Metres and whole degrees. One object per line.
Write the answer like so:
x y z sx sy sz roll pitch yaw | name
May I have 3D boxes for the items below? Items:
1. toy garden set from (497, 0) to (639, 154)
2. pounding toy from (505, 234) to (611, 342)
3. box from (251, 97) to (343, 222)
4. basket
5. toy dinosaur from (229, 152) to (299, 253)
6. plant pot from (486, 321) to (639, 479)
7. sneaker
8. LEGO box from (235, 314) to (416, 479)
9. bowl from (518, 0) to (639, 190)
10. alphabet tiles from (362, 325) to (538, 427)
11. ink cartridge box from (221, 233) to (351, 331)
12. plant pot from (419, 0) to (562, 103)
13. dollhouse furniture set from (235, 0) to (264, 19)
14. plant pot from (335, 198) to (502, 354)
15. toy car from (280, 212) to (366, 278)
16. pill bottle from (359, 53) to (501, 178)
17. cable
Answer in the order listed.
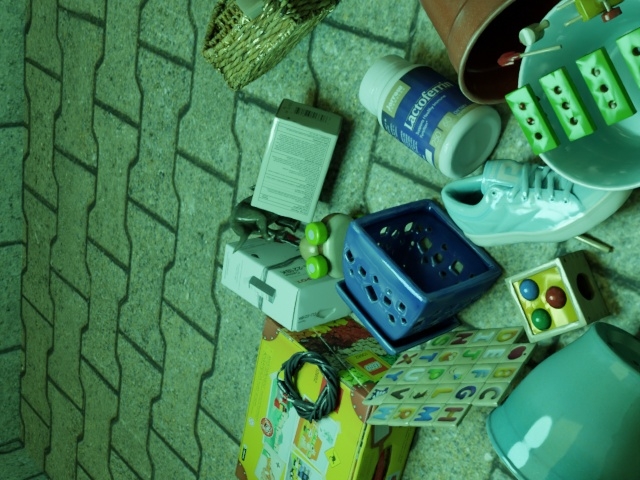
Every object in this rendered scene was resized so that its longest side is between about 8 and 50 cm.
0.379 -0.262 1.209 0.244 0.049 0.204 -22 99 51 | toy garden set
0.426 0.057 1.467 0.181 0.094 0.206 -30 78 47 | pounding toy
-0.053 -0.182 1.867 0.148 0.127 0.232 17 120 -2 | box
-0.157 -0.507 1.836 0.223 0.213 0.299 53 137 -5 | basket
-0.148 -0.061 1.991 0.160 0.314 0.121 22 146 18 | toy dinosaur
0.462 0.288 1.374 0.271 0.271 0.255 44 115 31 | plant pot
0.359 -0.082 1.435 0.150 0.135 0.365 39 146 -26 | sneaker
0.011 0.452 1.947 0.372 0.193 0.501 34 123 37 | LEGO box
0.485 -0.241 1.274 0.311 0.163 0.312 15 111 46 | bowl
0.244 0.262 1.589 0.342 0.285 0.011 -12 113 49 | alphabet tiles
-0.075 0.091 1.949 0.272 0.197 0.114 30 120 39 | ink cartridge box
0.290 -0.423 1.389 0.272 0.272 0.265 -55 52 40 | plant pot
-0.100 -0.683 1.652 0.355 0.174 0.303 -36 64 -1 | dollhouse furniture set
0.179 0.082 1.650 0.236 0.235 0.212 49 137 28 | plant pot
0.000 0.000 1.884 0.188 0.155 0.149 17 112 51 | toy car
0.206 -0.248 1.588 0.264 0.153 0.153 42 128 33 | pill bottle
-0.026 0.316 1.774 0.184 0.047 0.151 -38 72 45 | cable
